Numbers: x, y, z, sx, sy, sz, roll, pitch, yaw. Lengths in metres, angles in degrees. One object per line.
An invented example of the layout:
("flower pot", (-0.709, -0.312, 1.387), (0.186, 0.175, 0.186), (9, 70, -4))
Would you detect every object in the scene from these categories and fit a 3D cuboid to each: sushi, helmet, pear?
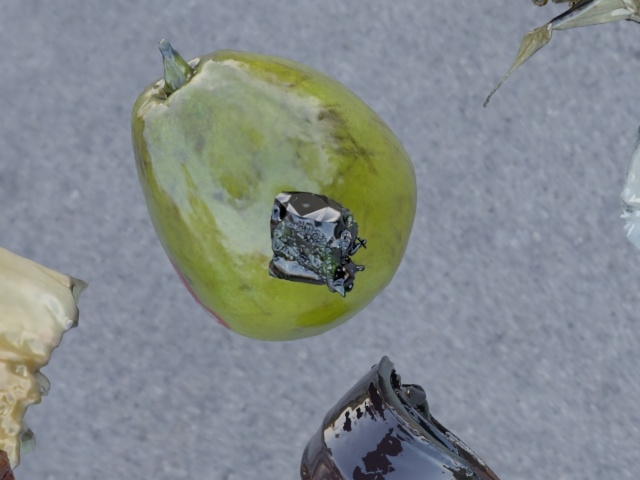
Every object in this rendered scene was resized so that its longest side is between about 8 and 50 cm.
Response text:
("sushi", (0.000, 0.000, 1.275), (0.085, 0.083, 0.056), (21, 44, 27))
("helmet", (0.094, 0.280, 1.549), (0.177, 0.305, 0.225), (-41, 47, 1))
("pear", (-0.057, -0.062, 1.451), (0.287, 0.375, 0.287), (-27, 31, 18))

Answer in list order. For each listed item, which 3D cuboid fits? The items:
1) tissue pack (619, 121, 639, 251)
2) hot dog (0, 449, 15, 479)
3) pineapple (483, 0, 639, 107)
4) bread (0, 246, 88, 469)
("tissue pack", (0.447, -0.017, 1.017), (0.376, 0.195, 0.390), (35, 43, 27))
("hot dog", (-0.218, 0.096, 0.671), (0.103, 0.146, 0.213), (-31, 77, 55))
("pineapple", (0.222, -0.230, 0.974), (0.335, 0.161, 0.158), (-17, 75, 28))
("bread", (-0.329, 0.112, 0.931), (0.211, 0.270, 0.315), (-47, 23, 43))
